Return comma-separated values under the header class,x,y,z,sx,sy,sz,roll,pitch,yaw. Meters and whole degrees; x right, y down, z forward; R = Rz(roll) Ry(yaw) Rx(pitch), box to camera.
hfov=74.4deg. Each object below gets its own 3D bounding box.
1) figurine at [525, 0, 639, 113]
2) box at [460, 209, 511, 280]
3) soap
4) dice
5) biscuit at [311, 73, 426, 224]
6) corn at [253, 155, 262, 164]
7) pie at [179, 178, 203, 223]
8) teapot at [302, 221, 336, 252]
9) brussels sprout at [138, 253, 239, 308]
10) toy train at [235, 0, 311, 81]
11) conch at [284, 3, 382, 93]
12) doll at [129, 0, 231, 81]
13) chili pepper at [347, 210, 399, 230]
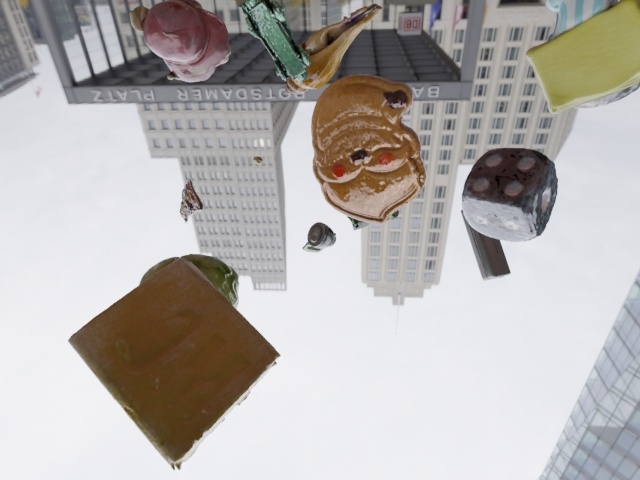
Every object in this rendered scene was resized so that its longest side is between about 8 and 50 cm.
class,x,y,z,sx,sy,sz,roll,pitch,yaw
figurine,0.694,-0.536,1.065,0.267,0.361,0.378,1,-155,37
box,0.529,0.004,1.352,0.103,0.243,0.055,-6,165,-35
soap,-0.295,0.246,0.896,0.335,0.156,0.293,44,-116,12
dice,0.479,-0.114,1.067,0.183,0.181,0.182,16,-114,42
biscuit,0.130,-0.260,1.272,0.350,0.454,0.078,-4,-156,30
corn,-0.225,-0.287,1.502,0.027,0.028,0.083,-51,-156,-3
pie,-0.318,-0.096,1.008,0.033,0.088,0.191,-4,174,-29
teapot,0.001,-0.009,1.521,0.091,0.092,0.124,21,155,-41
brussels sprout,-0.366,0.174,1.164,0.274,0.316,0.242,-2,-139,-21
toy train,-0.094,-0.436,0.897,0.083,0.200,0.132,-29,-132,9
conch,0.024,-0.471,1.065,0.331,0.093,0.109,-28,-117,29
doll,-0.308,-0.468,0.979,0.196,0.152,0.256,-8,-171,-4
chili pepper,0.198,-0.102,1.645,0.225,0.097,0.061,-12,176,37
